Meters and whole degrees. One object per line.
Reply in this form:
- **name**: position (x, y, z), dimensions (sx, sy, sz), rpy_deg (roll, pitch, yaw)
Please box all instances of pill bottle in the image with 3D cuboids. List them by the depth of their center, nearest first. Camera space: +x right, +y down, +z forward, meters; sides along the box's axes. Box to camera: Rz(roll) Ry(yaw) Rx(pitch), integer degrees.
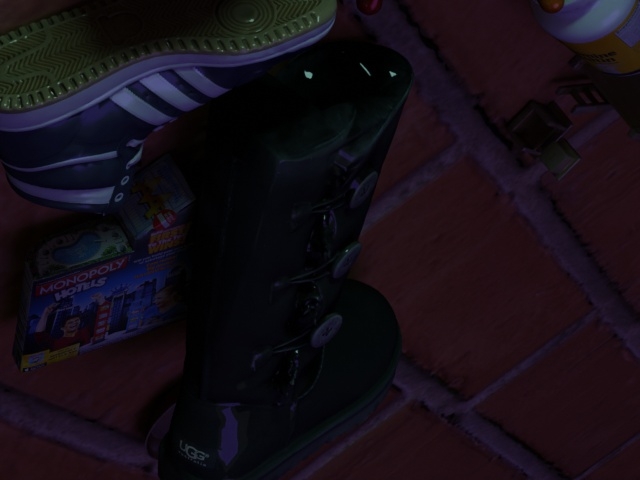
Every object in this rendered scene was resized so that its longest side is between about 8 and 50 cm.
- **pill bottle**: position (0.251, -0.220, 1.483), dimensions (0.103, 0.103, 0.184), rpy_deg (-42, 152, 16)

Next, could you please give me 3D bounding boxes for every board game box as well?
- **board game box**: position (-0.182, 0.016, 1.449), dimensions (0.194, 0.060, 0.194), rpy_deg (-18, 148, -28)

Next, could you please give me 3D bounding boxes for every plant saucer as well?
- **plant saucer**: position (-0.128, 0.188, 1.831), dimensions (0.168, 0.029, 0.168), rpy_deg (-27, 153, -15)

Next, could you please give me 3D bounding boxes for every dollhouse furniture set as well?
- **dollhouse furniture set**: position (0.313, -0.095, 1.674), dimensions (0.161, 0.182, 0.101), rpy_deg (-46, 151, 22)

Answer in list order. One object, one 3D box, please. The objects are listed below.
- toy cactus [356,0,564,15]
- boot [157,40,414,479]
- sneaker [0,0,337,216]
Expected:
- **toy cactus**: position (0.134, -0.262, 1.307), dimensions (0.219, 0.112, 0.180), rpy_deg (-13, 138, -20)
- **boot**: position (-0.001, 0.001, 1.543), dimensions (0.367, 0.146, 0.445), rpy_deg (-45, 152, -48)
- **sneaker**: position (-0.123, -0.115, 1.248), dimensions (0.282, 0.099, 0.153), rpy_deg (-19, 146, -13)
